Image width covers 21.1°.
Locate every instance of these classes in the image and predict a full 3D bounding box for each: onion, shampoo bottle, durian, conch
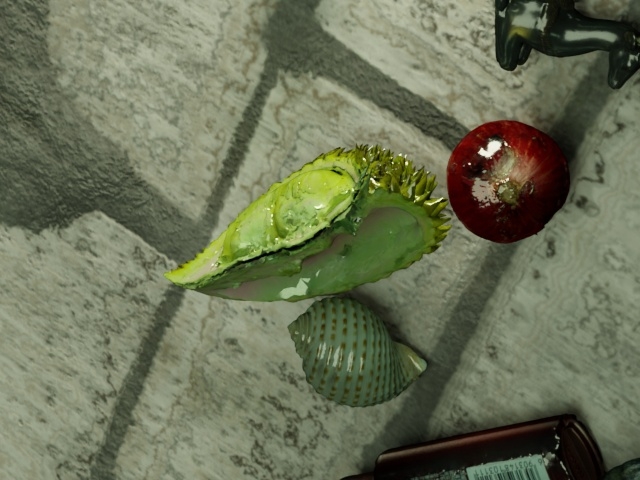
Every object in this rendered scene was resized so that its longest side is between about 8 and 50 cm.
[{"bbox_3d":[0.191,-0.060,1.764,0.131,0.131,0.131,12,115,26],"label":"onion"},{"bbox_3d":[0.162,0.280,1.951,0.323,0.084,0.129,-18,111,36],"label":"shampoo bottle"},{"bbox_3d":[0.000,0.000,1.874,0.352,0.169,0.158,-24,99,39],"label":"durian"},{"bbox_3d":[0.030,0.138,1.956,0.153,0.102,0.135,40,140,4],"label":"conch"}]

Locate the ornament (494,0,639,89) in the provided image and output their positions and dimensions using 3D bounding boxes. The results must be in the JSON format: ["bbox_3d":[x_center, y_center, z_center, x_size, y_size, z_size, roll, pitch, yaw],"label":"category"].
[{"bbox_3d":[0.291,-0.240,1.662,0.236,0.080,0.202,17,121,27],"label":"ornament"}]

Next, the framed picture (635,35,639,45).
[{"bbox_3d":[0.450,-0.157,1.486,0.231,0.018,0.293,25,160,-24],"label":"framed picture"}]

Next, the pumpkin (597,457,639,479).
[{"bbox_3d":[0.362,0.335,1.785,0.233,0.163,0.233,0,111,1],"label":"pumpkin"}]
